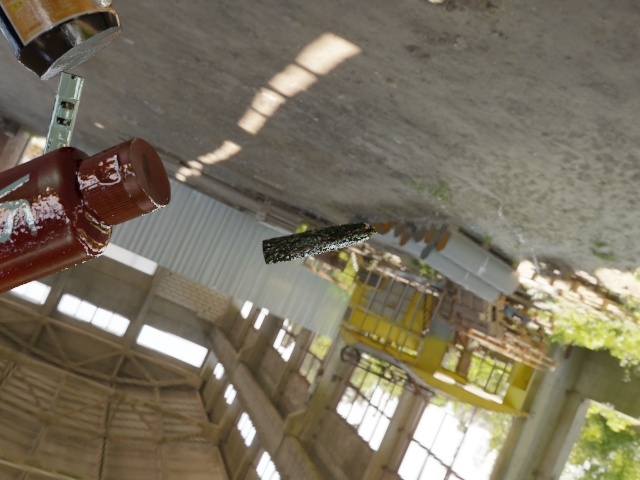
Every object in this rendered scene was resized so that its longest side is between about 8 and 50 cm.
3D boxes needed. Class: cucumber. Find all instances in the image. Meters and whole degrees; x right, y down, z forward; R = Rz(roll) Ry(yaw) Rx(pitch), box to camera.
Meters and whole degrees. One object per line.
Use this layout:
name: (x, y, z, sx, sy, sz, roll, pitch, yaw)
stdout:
cucumber: (0.000, 0.000, 1.580, 0.293, 0.068, 0.067, -13, 179, -5)

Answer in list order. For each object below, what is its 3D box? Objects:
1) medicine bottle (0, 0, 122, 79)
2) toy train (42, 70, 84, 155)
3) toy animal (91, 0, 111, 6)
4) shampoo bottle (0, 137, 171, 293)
medicine bottle: (-0.614, -0.566, 1.341, 0.395, 0.242, 0.242, 60, 166, -13)
toy train: (-0.501, -0.219, 1.226, 0.043, 0.208, 0.047, 11, -166, -29)
toy animal: (-0.368, -0.487, 0.992, 0.325, 0.208, 0.154, 25, -141, 3)
shampoo bottle: (-0.300, -0.011, 0.618, 0.314, 0.118, 0.076, -19, 156, 12)
